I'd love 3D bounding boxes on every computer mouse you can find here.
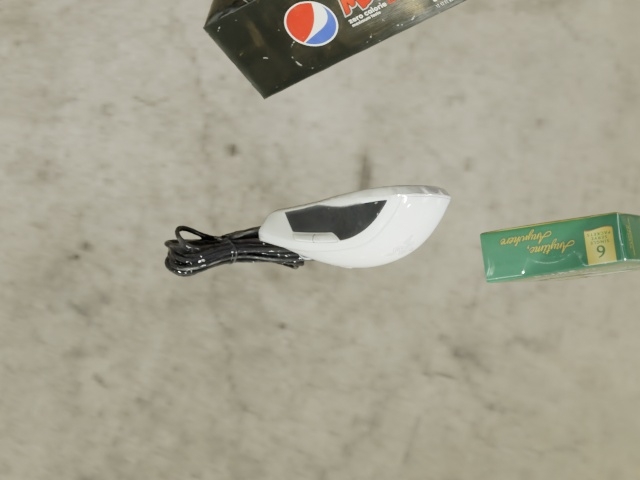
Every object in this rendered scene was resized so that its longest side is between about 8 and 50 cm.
[{"bbox_3d":[0.000,0.000,1.212,0.106,0.193,0.042,3,80,-43],"label":"computer mouse"}]

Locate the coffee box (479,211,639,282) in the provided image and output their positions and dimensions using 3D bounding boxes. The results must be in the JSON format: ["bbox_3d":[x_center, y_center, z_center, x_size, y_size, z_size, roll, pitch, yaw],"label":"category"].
[{"bbox_3d":[0.206,0.006,1.507,0.184,0.113,0.040,1,81,-64],"label":"coffee box"}]

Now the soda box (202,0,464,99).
[{"bbox_3d":[0.024,-0.139,1.010,0.060,0.169,0.053,49,33,-28],"label":"soda box"}]
